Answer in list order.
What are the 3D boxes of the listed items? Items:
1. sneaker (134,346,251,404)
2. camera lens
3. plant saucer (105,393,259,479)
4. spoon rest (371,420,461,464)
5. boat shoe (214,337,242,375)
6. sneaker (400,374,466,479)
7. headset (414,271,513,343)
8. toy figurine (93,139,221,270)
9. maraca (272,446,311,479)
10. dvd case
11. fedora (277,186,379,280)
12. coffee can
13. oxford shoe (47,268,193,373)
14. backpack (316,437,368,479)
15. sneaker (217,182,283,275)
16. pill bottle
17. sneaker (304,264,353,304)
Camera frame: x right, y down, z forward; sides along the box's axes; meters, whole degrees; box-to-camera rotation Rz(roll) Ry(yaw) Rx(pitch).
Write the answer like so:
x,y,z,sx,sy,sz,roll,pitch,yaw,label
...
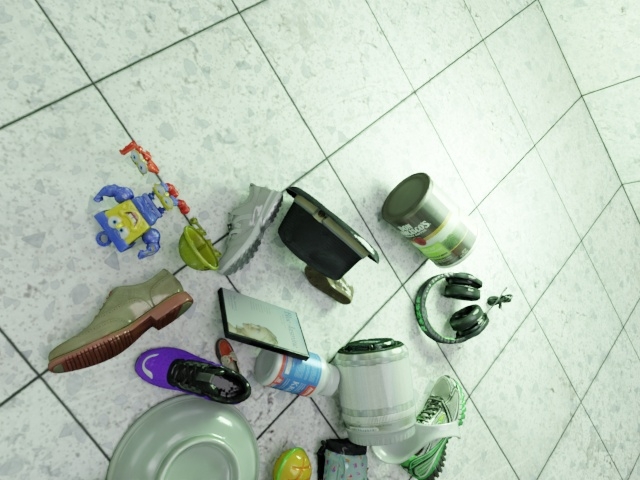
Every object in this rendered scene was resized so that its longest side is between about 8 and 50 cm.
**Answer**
x,y,z,sx,sy,sz,roll,pitch,yaw,label
-0.299,0.327,1.355,0.293,0.146,0.102,20,73,-16,sneaker
0.161,0.432,1.632,0.219,0.219,0.274,-5,87,-35,camera lens
-0.311,0.584,1.363,0.400,0.100,0.400,5,81,-33,plant saucer
0.288,0.598,1.704,0.276,0.084,0.137,-13,65,6,spoon rest
-0.241,0.323,1.478,0.049,0.043,0.137,-19,93,-33,boat shoe
0.359,0.593,1.799,0.146,0.134,0.343,36,66,-25,sneaker
0.503,0.229,1.972,0.394,0.185,0.243,-7,84,-20,headset
-0.432,-0.033,1.363,0.217,0.191,0.362,-34,98,-2,toy figurine
-0.076,0.649,1.519,0.127,0.099,0.185,-26,122,-43,maraca
-0.152,0.224,1.493,0.253,0.180,0.022,23,115,-30,dvd case
0.000,0.000,1.565,0.334,0.334,0.152,40,89,-24,fedora
0.368,-0.065,1.850,0.275,0.201,0.201,39,64,-24,coffee can
-0.481,0.186,1.311,0.348,0.123,0.130,-29,74,-32,oxford shoe
0.067,0.670,1.601,0.152,0.115,0.182,15,78,-35,backpack
-0.213,-0.032,1.532,0.115,0.105,0.281,27,70,8,sneaker
-0.059,0.365,1.547,0.221,0.124,0.124,24,71,-29,pill bottle
0.027,0.119,1.688,0.188,0.066,0.071,43,39,-22,sneaker
